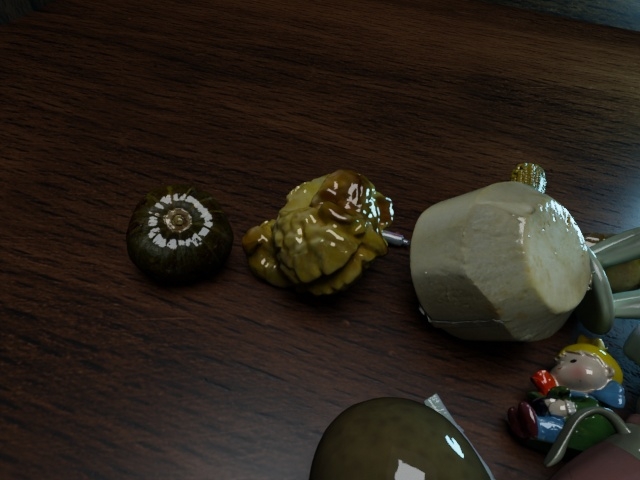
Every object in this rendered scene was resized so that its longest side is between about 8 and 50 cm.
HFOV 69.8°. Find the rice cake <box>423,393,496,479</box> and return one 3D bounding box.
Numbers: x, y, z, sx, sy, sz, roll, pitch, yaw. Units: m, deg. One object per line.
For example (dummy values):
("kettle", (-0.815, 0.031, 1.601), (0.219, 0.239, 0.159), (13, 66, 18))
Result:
("rice cake", (0.238, 0.343, 0.771), (0.042, 0.030, 0.180), (-22, 53, -17))

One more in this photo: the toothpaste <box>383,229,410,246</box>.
("toothpaste", (0.129, -0.016, 1.094), (0.170, 0.028, 0.045), (16, 55, 12))

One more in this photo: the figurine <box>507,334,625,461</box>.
("figurine", (0.435, 0.261, 0.812), (0.185, 0.127, 0.234), (12, 58, 14))

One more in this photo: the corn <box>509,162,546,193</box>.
("corn", (0.500, -0.086, 1.146), (0.097, 0.096, 0.319), (22, 51, 15))

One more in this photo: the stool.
("stool", (0.609, 0.073, 0.903), (0.199, 0.195, 0.195), (-14, 85, 12))

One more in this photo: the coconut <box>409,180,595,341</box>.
("coconut", (0.326, 0.043, 0.885), (0.324, 0.322, 0.322), (2, 47, -3))

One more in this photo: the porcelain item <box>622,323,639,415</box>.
("porcelain item", (0.642, 0.318, 0.705), (0.243, 0.178, 0.404), (20, 43, -10))

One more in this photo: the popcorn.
("popcorn", (0.000, 0.000, 0.956), (0.333, 0.225, 0.264), (-20, 37, 6))

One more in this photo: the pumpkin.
("pumpkin", (-0.302, -0.014, 0.979), (0.219, 0.162, 0.218), (1, 72, -3))

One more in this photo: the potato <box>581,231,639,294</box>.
("potato", (0.633, 0.047, 1.029), (0.262, 0.100, 0.120), (10, 47, 5))

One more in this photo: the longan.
("longan", (0.110, 0.343, 0.621), (0.259, 0.257, 0.257), (2, 47, -3))

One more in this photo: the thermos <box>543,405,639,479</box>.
("thermos", (0.393, 0.355, 0.643), (0.265, 0.146, 0.176), (-41, 80, -14))
